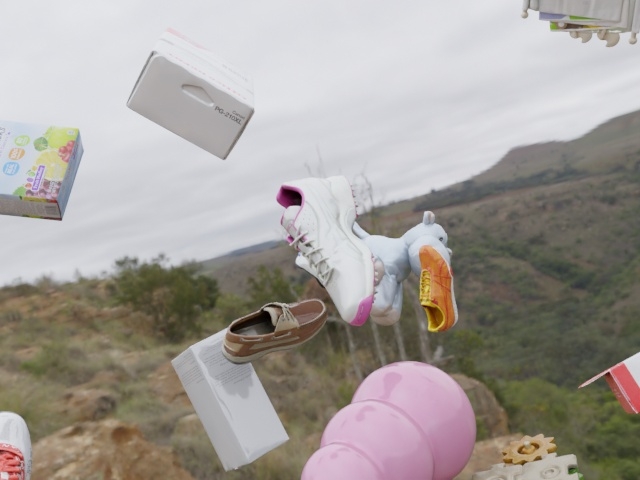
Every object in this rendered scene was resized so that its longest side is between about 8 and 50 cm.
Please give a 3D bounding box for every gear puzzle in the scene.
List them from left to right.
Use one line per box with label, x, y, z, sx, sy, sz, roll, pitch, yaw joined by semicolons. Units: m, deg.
gear puzzle;0.287;0.371;1.053;0.176;0.044;0.339;-18;10;19

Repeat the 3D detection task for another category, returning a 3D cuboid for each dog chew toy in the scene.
dog chew toy;0.095;0.321;1.128;0.207;0.206;0.332;-17;7;42

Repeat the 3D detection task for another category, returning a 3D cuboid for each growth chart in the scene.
growth chart;0.491;-0.455;1.402;0.237;0.171;0.021;17;47;17

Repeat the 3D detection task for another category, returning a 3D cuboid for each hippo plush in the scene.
hippo plush;0.215;0.066;1.859;0.237;0.234;0.294;-17;28;8

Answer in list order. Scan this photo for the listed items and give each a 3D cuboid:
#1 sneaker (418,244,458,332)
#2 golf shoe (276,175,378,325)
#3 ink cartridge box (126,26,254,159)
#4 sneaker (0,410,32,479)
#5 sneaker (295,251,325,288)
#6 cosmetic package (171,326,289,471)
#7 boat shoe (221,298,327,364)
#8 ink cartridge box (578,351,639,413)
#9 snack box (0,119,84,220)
sneaker;0.223;0.094;1.454;0.067;0.175;0.064;-16;2;-38
golf shoe;0.004;0.013;1.242;0.140;0.306;0.115;5;-45;-22
ink cartridge box;-0.201;-0.241;1.194;0.100;0.172;0.237;-57;18;17
sneaker;-0.444;0.354;1.044;0.090;0.270;0.145;26;-42;-28
sneaker;0.000;0.001;2.148;0.182;0.315;0.127;-24;-19;36
cosmetic package;-0.267;0.461;2.154;0.155;0.365;0.197;-25;-7;-35
boat shoe;-0.117;0.231;2.033;0.325;0.123;0.116;-23;-40;-28
ink cartridge box;0.525;0.204;1.158;0.231;0.078;0.134;-30;-19;9
snack box;-0.550;-0.130;1.334;0.207;0.174;0.070;5;-37;-4
